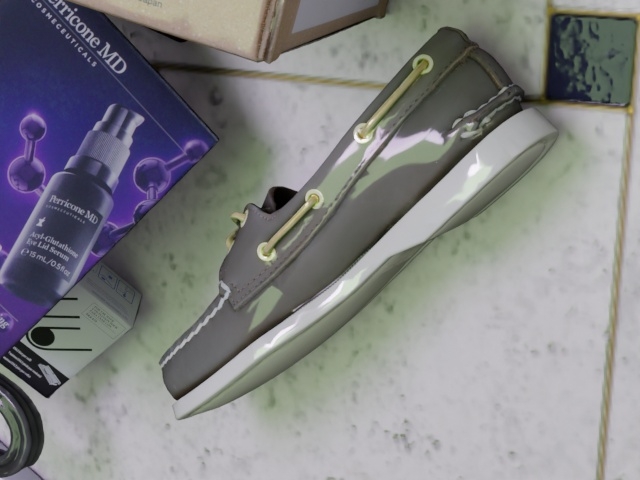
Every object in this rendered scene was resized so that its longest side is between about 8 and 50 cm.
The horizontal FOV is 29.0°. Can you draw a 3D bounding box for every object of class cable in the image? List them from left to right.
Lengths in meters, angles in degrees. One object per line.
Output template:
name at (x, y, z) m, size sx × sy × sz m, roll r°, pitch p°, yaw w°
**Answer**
cable at (-0.314, 0.065, 0.910) m, size 0.287 × 0.072 × 0.139 m, roll 21°, pitch 96°, yaw 10°

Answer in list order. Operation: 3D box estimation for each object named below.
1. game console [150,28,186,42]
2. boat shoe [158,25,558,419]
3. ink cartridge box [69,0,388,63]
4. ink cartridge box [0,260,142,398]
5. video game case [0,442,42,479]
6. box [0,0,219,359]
game console at (-0.129, -0.200, 0.796) m, size 0.071 × 0.107 × 0.122 m, roll 45°, pitch 124°, yaw 47°
boat shoe at (0.002, -0.001, 0.747) m, size 0.305 × 0.109 × 0.091 m, roll -41°, pitch 79°, yaw 25°
ink cartridge box at (-0.070, -0.173, 0.650) m, size 0.193 × 0.234 × 0.088 m, roll 18°, pitch 109°, yaw 11°
ink cartridge box at (-0.234, 0.013, 0.859) m, size 0.097 × 0.046 × 0.207 m, roll -38°, pitch 112°, yaw 23°
video game case at (-0.340, 0.274, 1.056) m, size 0.329 × 0.036 × 0.300 m, roll 37°, pitch 118°, yaw 18°
box at (-0.193, -0.049, 0.760) m, size 0.207 × 0.108 × 0.153 m, roll -47°, pitch 110°, yaw -8°
